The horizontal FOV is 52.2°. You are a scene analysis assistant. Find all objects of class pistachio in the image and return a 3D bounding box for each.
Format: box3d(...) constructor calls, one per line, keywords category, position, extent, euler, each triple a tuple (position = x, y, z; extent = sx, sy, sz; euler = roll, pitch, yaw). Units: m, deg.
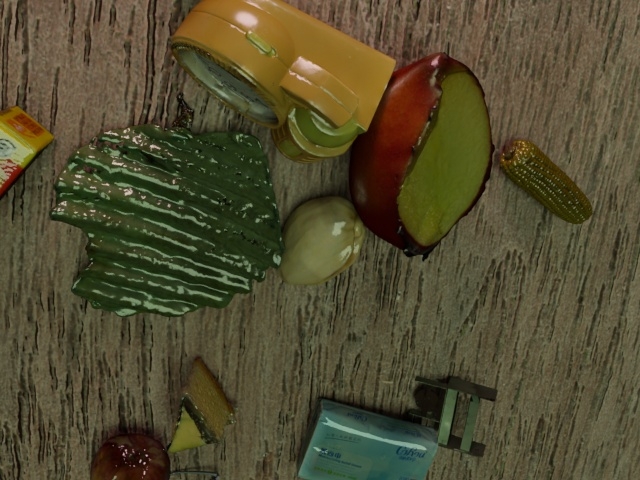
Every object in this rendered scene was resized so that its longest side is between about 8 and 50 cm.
box3d(category="pistachio", position=(0.000, 0.000, 1.221), extent=(0.200, 0.117, 0.145), euler=(-46, 71, 29))

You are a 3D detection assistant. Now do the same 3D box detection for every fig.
box3d(category="fig", position=(-0.396, 0.494, 1.306), extent=(0.160, 0.143, 0.230), euler=(44, 113, 21))

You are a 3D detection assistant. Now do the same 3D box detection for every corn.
box3d(category="corn", position=(0.445, -0.110, 1.287), extent=(0.231, 0.080, 0.080), euler=(36, 99, -22))

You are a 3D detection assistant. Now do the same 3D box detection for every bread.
box3d(category="bread", position=(-0.247, 0.323, 1.273), extent=(0.127, 0.147, 0.152), euler=(-14, 105, 7))

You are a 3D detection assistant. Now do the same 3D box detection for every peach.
box3d(category="peach", position=(0.149, -0.164, 1.120), extent=(0.258, 0.201, 0.361), euler=(-33, 136, -28))

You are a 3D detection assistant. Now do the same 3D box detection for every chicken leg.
box3d(category="chicken leg", position=(-0.240, -0.214, 1.146), extent=(0.036, 0.021, 0.083), euler=(13, 106, 1))

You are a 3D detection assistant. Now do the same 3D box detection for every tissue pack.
box3d(category="tissue pack", position=(0.097, 0.454, 1.392), extent=(0.264, 0.089, 0.177), euler=(17, 106, -7))

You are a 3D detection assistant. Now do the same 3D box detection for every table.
box3d(category="table", position=(0.283, 0.377, 1.428), extent=(0.176, 0.062, 0.146), euler=(13, 109, 18))

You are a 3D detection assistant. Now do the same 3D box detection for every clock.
box3d(category="clock", position=(-0.074, -0.272, 1.051), extent=(0.317, 0.244, 0.200), euler=(31, 80, -14))

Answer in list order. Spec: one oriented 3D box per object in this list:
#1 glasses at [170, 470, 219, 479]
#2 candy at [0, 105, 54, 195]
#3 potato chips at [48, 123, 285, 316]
box3d(category="glasses", position=(-0.298, 0.512, 1.388), extent=(0.140, 0.062, 0.104), euler=(-44, 89, 6))
box3d(category="candy", position=(-0.565, -0.085, 1.064), extent=(0.088, 0.146, 0.276), euler=(41, 96, -21))
box3d(category="potato chips", position=(-0.260, -0.018, 1.164), extent=(0.390, 0.097, 0.372), euler=(-4, 114, -3))
